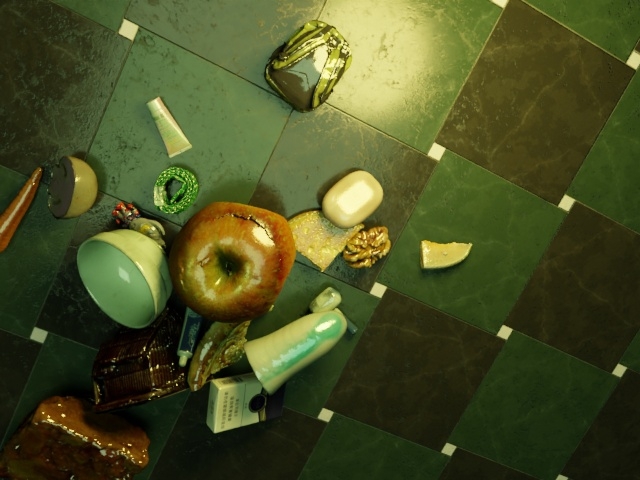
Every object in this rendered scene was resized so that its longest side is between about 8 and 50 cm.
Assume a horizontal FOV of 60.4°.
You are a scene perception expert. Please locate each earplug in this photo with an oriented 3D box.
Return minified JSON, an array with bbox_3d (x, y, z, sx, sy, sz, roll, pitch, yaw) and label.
[{"bbox_3d":[-0.062,0.330,1.748,0.324,0.185,0.185,-29,106,-6],"label":"earplug"}]

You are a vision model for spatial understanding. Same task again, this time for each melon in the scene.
[{"bbox_3d":[0.426,0.051,1.854,0.182,0.054,0.097,2,89,-8],"label":"melon"}]

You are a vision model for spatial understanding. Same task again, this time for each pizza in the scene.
[{"bbox_3d":[0.000,0.000,1.773,0.292,0.058,0.197,-9,97,-4],"label":"pizza"}]

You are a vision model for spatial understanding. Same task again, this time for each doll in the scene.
[{"bbox_3d":[-0.554,-0.039,1.698,0.195,0.062,0.104,42,95,-8],"label":"doll"}]

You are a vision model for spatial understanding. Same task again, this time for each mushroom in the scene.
[{"bbox_3d":[-0.724,-0.149,1.624,0.117,0.141,0.188,12,107,-45],"label":"mushroom"}]

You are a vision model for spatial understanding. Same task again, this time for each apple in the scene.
[{"bbox_3d":[-0.247,0.052,1.618,0.384,0.374,0.374,-31,106,7],"label":"apple"}]

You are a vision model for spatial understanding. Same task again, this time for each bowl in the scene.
[{"bbox_3d":[-0.563,0.095,1.644,0.307,0.163,0.307,15,126,22],"label":"bowl"}]

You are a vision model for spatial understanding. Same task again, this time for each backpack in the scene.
[{"bbox_3d":[-0.029,-0.510,1.597,0.207,0.140,0.253,39,101,-17],"label":"backpack"}]

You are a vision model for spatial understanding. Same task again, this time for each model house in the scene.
[{"bbox_3d":[-0.552,0.362,1.749,0.317,0.297,0.282,-18,83,22],"label":"model house"}]

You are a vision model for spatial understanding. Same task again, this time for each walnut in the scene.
[{"bbox_3d":[0.156,0.029,1.772,0.170,0.069,0.143,-31,136,-10],"label":"walnut"}]

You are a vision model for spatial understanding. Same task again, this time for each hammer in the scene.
[{"bbox_3d":[0.056,0.251,1.847,0.116,0.069,0.194,-43,110,4],"label":"hammer"}]

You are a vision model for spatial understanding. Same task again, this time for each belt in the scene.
[{"bbox_3d":[-0.443,-0.149,1.679,0.121,0.079,0.151,25,89,-2],"label":"belt"}]

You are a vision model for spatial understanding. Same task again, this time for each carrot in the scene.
[{"bbox_3d":[-0.922,-0.077,1.650,0.069,0.069,0.336,35,92,-14],"label":"carrot"}]

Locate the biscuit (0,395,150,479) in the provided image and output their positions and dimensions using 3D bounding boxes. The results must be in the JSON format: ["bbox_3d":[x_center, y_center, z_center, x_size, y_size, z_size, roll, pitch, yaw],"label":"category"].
[{"bbox_3d":[-0.791,0.686,1.779,0.395,0.166,0.342,37,113,-19],"label":"biscuit"}]

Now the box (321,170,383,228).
[{"bbox_3d":[0.100,-0.127,1.716,0.200,0.088,0.146,-39,87,-15],"label":"box"}]

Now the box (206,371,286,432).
[{"bbox_3d":[-0.241,0.527,1.823,0.259,0.071,0.168,-2,106,-34],"label":"box"}]

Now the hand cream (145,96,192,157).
[{"bbox_3d":[-0.460,-0.339,1.644,0.076,0.047,0.174,-26,115,0],"label":"hand cream"}]

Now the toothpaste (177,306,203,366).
[{"bbox_3d":[-0.401,0.262,1.718,0.069,0.047,0.268,11,59,-6],"label":"toothpaste"}]

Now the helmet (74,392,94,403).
[{"bbox_3d":[-0.767,0.532,1.819,0.111,0.057,0.089,33,116,-18],"label":"helmet"}]

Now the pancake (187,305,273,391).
[{"bbox_3d":[-0.284,0.324,1.746,0.376,0.054,0.197,-51,139,-17],"label":"pancake"}]
